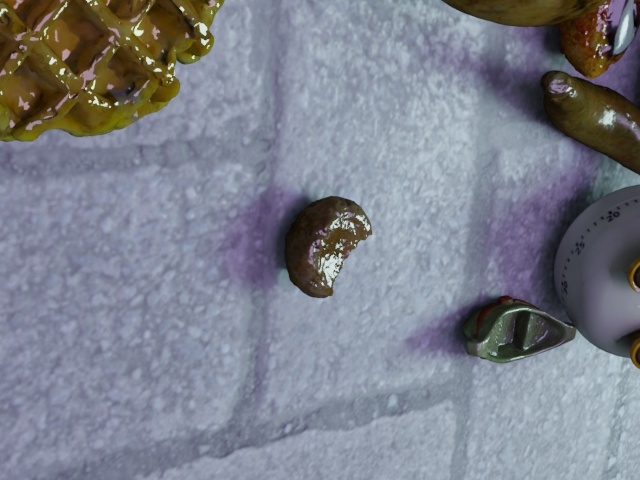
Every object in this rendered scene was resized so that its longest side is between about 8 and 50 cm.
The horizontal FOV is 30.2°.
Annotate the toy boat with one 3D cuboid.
[{"bbox_3d":[0.239,0.116,1.496,0.185,0.071,0.089,-6,110,-37],"label":"toy boat"}]

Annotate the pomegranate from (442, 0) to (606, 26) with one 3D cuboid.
[{"bbox_3d":[0.197,-0.367,1.162,0.322,0.322,0.322,-14,113,-35],"label":"pomegranate"}]

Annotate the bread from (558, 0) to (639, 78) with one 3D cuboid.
[{"bbox_3d":[0.341,-0.329,1.415,0.139,0.095,0.269,-23,117,-58],"label":"bread"}]

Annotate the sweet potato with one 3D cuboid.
[{"bbox_3d":[0.343,-0.154,1.462,0.346,0.108,0.079,21,98,-45],"label":"sweet potato"}]

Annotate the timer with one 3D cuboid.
[{"bbox_3d":[0.422,0.031,1.565,0.233,0.240,0.234,-4,118,-7],"label":"timer"}]

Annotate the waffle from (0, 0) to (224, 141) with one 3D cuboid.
[{"bbox_3d":[-0.236,-0.262,0.981,0.382,0.095,0.380,-17,113,-36],"label":"waffle"}]

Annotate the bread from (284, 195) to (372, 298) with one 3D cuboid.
[{"bbox_3d":[0.000,0.000,1.273,0.113,0.060,0.082,-53,130,-15],"label":"bread"}]
